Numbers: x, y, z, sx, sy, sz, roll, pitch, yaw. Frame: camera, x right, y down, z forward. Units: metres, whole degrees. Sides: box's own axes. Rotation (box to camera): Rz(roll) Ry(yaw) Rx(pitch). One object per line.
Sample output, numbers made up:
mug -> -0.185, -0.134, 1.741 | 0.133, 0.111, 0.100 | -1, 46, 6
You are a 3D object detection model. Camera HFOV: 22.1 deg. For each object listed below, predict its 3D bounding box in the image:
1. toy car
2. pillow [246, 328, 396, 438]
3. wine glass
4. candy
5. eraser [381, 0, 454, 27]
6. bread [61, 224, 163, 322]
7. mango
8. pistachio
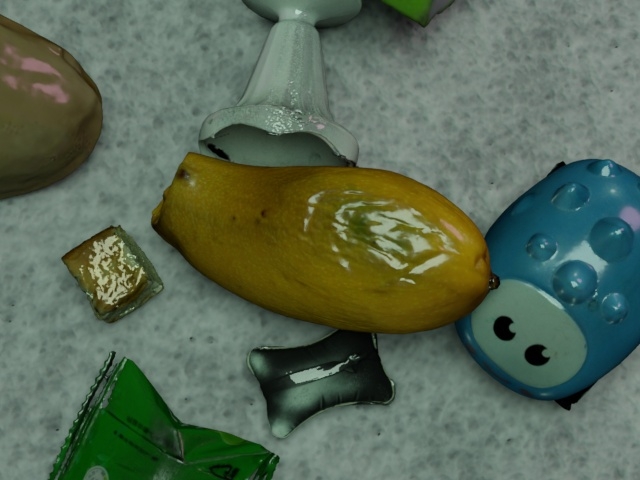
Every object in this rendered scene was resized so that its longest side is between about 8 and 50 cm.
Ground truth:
toy car -> 0.251, 0.032, 1.606 | 0.188, 0.190, 0.255 | 43, 80, 5
pillow -> 0.002, 0.135, 1.635 | 0.136, 0.055, 0.091 | -19, 111, -5
wine glass -> -0.033, -0.162, 1.657 | 0.165, 0.165, 0.196 | 7, 69, -2
candy -> -0.153, 0.216, 1.595 | 0.203, 0.078, 0.141 | 29, 76, 9
eraser -> 0.043, -0.351, 1.687 | 0.274, 0.092, 0.210 | 34, 41, 5
bread -> -0.208, 0.034, 1.637 | 0.070, 0.077, 0.083 | -34, 81, 1
mango -> -0.001, 0.002, 1.590 | 0.359, 0.187, 0.144 | 10, 55, 26
pistachio -> -0.353, -0.128, 1.629 | 0.260, 0.163, 0.212 | 24, 116, -17
